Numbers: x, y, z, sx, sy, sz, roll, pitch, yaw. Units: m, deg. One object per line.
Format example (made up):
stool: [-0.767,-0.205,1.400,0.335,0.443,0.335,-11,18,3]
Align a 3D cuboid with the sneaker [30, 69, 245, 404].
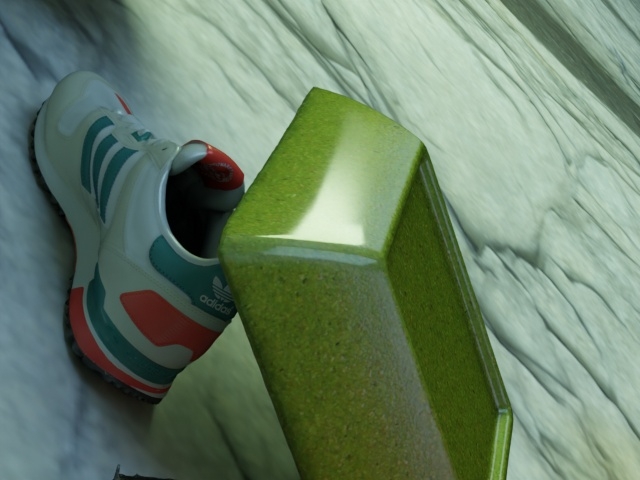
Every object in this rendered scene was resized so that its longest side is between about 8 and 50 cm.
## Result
sneaker: [-0.060,-0.018,0.590,0.057,0.075,0.161,32,28,-38]

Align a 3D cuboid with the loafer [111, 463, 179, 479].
loafer: [-0.057,0.121,0.392,0.078,0.080,0.220,26,12,1]

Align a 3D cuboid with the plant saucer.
plant saucer: [0.032,0.046,0.603,0.188,0.045,0.188,-66,139,-66]
